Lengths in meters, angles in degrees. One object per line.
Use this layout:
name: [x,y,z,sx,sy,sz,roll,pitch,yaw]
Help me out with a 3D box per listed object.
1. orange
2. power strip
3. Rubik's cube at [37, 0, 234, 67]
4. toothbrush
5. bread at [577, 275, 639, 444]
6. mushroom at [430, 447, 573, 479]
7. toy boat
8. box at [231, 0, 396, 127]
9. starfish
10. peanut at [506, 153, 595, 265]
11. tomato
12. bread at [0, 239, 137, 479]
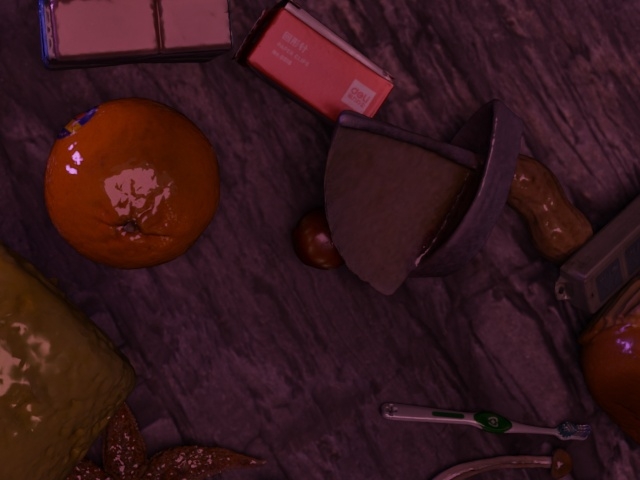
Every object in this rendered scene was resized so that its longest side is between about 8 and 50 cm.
orange: [-0.233,-0.069,1.739,0.219,0.193,0.219,-8,109,-23]
power strip: [0.423,-0.002,1.894,0.272,0.052,0.078,-40,135,-21]
Rubik's cube: [-0.234,-0.327,1.688,0.221,0.231,0.224,-5,95,-11]
toothbrush: [0.230,0.253,1.941,0.304,0.030,0.030,7,94,-10]
bread: [0.528,0.218,1.903,0.389,0.236,0.183,39,71,-4]
mushroom: [0.204,0.344,1.941,0.306,0.043,0.068,-18,74,-7]
toy boat: [0.114,-0.057,1.804,0.294,0.111,0.276,-4,122,-27]
box: [-0.009,-0.221,1.789,0.182,0.133,0.099,34,90,-11]
starfish: [-0.245,0.313,1.838,0.299,0.060,0.302,-38,101,-3]
peanut: [0.300,-0.040,1.891,0.089,0.089,0.193,-41,101,-4]
tomato: [0.000,0.000,1.840,0.075,0.087,0.087,-22,100,2]
bread: [-0.406,0.171,1.661,0.308,0.348,0.348,-43,102,-11]
